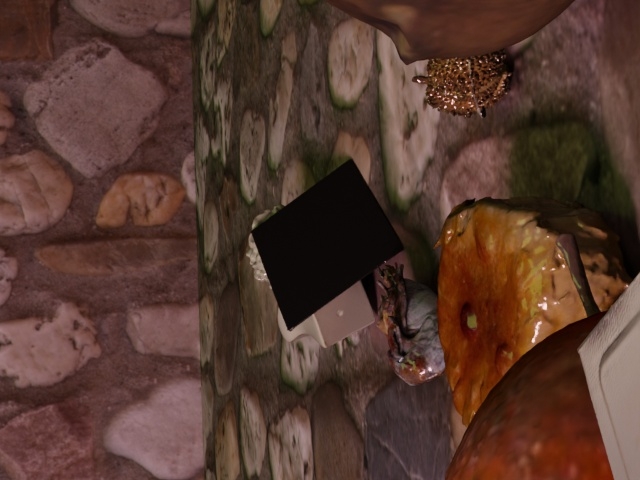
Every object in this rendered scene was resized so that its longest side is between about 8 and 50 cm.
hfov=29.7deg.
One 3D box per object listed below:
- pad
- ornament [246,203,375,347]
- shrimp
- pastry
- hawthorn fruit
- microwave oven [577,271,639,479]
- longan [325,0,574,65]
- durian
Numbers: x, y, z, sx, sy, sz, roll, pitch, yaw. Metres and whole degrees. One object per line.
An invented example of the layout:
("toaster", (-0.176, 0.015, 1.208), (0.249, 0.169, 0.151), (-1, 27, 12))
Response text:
("pad", (0.000, 0.000, 1.489), (0.006, 0.170, 0.245), (51, -173, -32))
("ornament", (-0.019, 0.050, 1.564), (0.285, 0.130, 0.120), (-113, 8, -59))
("shrimp", (0.091, 0.078, 1.258), (0.090, 0.079, 0.233), (54, -176, -26))
("pastry", (0.161, 0.056, 0.933), (0.229, 0.100, 0.218), (-107, 22, -43))
("hawthorn fruit", (0.189, 0.145, 0.630), (0.231, 0.263, 0.235), (-15, 110, 56))
("microwave oven", (0.230, 0.072, 0.465), (0.129, 0.205, 0.163), (112, 152, -56))
("longan", (0.081, -0.279, 0.839), (0.319, 0.318, 0.319), (180, 90, -75))
("durian", (0.127, -0.148, 1.086), (0.080, 0.091, 0.080), (0, -90, -81))
